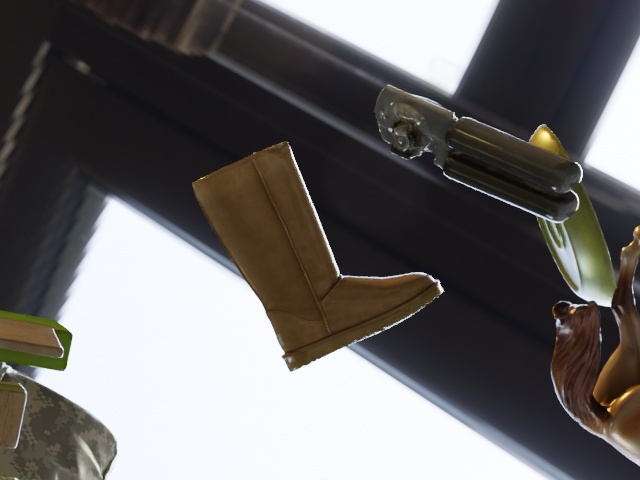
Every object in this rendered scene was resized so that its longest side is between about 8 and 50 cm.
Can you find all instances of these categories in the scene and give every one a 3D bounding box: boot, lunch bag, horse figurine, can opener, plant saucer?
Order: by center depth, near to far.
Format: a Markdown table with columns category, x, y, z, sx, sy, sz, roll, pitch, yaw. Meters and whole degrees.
| category | x | y | z | sx | sy | sz | roll | pitch | yaw |
| --- | --- | --- | --- | --- | --- | --- | --- | --- | --- |
| horse figurine | 0.245 | 0.091 | 1.086 | 0.263 | 0.066 | 0.175 | 11 | -68 | -11 |
| can opener | 0.183 | -0.109 | 2.045 | 0.095 | 0.283 | 0.076 | -31 | -45 | -41 |
| lunch bag | -0.384 | 0.303 | 2.067 | 0.305 | 0.256 | 0.213 | -74 | 1 | -50 |
| plant saucer | 0.300 | -0.024 | 2.225 | 0.037 | 0.241 | 0.241 | -22 | -43 | -2 |
| boot | 0.000 | 0.000 | 2.264 | 0.236 | 0.089 | 0.270 | -25 | -89 | -13 |

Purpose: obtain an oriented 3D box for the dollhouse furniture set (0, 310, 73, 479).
| category | x | y | z | sx | sy | sz | roll | pitch | yaw |
| --- | --- | --- | --- | --- | --- | --- | --- | --- | --- |
| dollhouse furniture set | -0.318 | 0.207 | 1.456 | 0.197 | 0.151 | 0.302 | 11 | -85 | -16 |
